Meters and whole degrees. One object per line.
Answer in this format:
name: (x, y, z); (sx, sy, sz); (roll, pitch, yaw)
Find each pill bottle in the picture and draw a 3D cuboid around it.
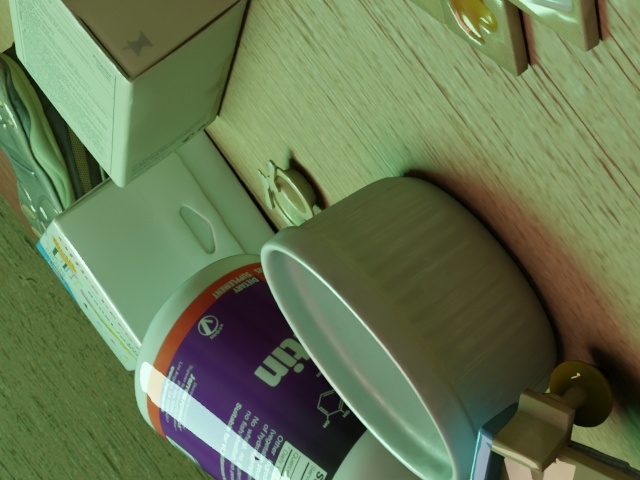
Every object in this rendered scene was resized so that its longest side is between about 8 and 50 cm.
pill bottle: (0.009, 0.155, 1.295); (0.323, 0.181, 0.181); (33, 157, 33)

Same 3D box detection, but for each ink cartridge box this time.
ink cartridge box: (-0.157, 0.012, 1.552); (0.171, 0.168, 0.232); (55, 165, -3)

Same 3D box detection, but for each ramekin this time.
ramekin: (0.064, 0.054, 1.064); (0.207, 0.109, 0.207); (48, 165, 18)

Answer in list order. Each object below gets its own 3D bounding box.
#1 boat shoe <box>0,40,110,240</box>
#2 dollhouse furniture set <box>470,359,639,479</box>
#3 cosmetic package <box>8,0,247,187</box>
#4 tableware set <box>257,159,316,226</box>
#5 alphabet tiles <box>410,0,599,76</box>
boat shoe: (-0.270, -0.080, 1.783); (0.132, 0.130, 0.355); (37, 154, 38)
dollhouse furniture set: (0.252, 0.238, 0.989); (0.286, 0.198, 0.303); (21, 120, 32)
cosmetic package: (-0.157, -0.165, 1.236); (0.160, 0.113, 0.309); (52, 166, 3)
tableware set: (0.000, 0.000, 1.323); (0.169, 0.020, 0.141); (51, 166, 9)
alphabet tiles: (0.006, -0.230, 0.759); (0.342, 0.011, 0.285); (43, 162, 36)
